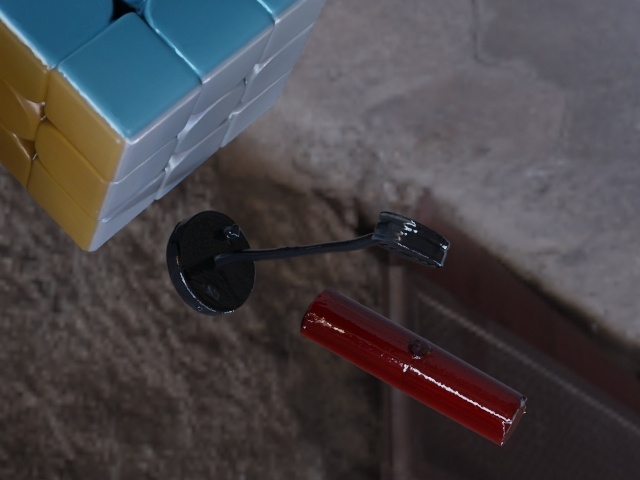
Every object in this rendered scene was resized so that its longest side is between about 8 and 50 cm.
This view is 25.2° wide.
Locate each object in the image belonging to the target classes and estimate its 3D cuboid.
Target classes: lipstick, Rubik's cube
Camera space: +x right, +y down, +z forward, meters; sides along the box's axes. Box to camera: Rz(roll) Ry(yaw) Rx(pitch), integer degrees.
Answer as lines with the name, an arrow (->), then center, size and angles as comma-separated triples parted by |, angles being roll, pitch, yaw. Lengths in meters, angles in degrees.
lipstick -> 0.106, 0.145, 1.677 | 0.279, 0.073, 0.073 | 28, 160, 19
Rubik's cube -> -0.204, -0.217, 1.396 | 0.292, 0.290, 0.291 | 47, 155, 4

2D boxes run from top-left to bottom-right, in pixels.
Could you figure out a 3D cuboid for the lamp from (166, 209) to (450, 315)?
lamp -> -0.016, 0.034, 1.350 | 0.130, 0.109, 0.371 | 33, 164, -38
